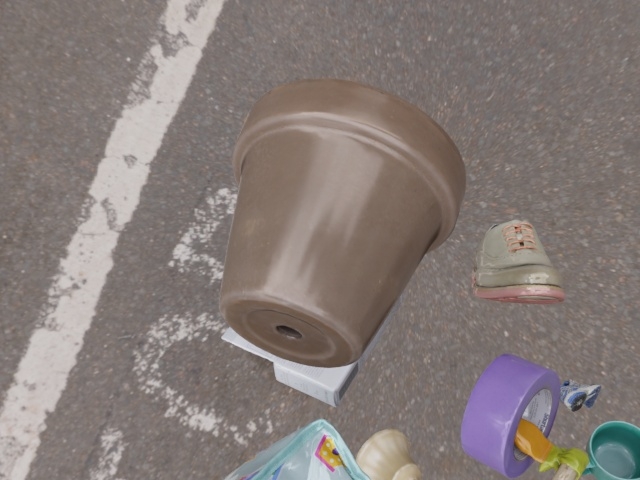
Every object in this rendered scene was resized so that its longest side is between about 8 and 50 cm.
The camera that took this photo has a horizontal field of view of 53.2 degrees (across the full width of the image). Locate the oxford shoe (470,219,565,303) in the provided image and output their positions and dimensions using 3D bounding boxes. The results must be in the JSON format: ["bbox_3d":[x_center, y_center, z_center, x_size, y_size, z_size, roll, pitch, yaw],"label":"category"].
[{"bbox_3d":[0.352,0.034,1.187,0.141,0.397,0.146,5,94,1],"label":"oxford shoe"}]

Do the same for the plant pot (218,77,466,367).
[{"bbox_3d":[0.000,0.000,0.677,0.263,0.263,0.229,18,60,7],"label":"plant pot"}]

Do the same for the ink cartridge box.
[{"bbox_3d":[-0.009,0.146,1.199,0.239,0.060,0.275,19,50,24],"label":"ink cartridge box"}]

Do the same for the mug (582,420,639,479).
[{"bbox_3d":[0.628,0.465,1.383,0.158,0.097,0.129,11,56,19],"label":"mug"}]

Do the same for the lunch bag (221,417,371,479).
[{"bbox_3d":[-0.073,0.301,0.523,0.160,0.223,0.262,46,53,8],"label":"lunch bag"}]

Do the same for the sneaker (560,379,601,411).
[{"bbox_3d":[0.512,0.300,1.276,0.058,0.135,0.052,33,107,43],"label":"sneaker"}]

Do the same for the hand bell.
[{"bbox_3d":[0.173,0.440,1.107,0.126,0.242,0.126,-8,107,-27],"label":"hand bell"}]

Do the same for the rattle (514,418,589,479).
[{"bbox_3d":[0.379,0.408,1.107,0.143,0.199,0.130,13,63,23],"label":"rattle"}]

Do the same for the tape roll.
[{"bbox_3d":[0.319,0.290,1.065,0.080,0.189,0.188,19,96,41],"label":"tape roll"}]
